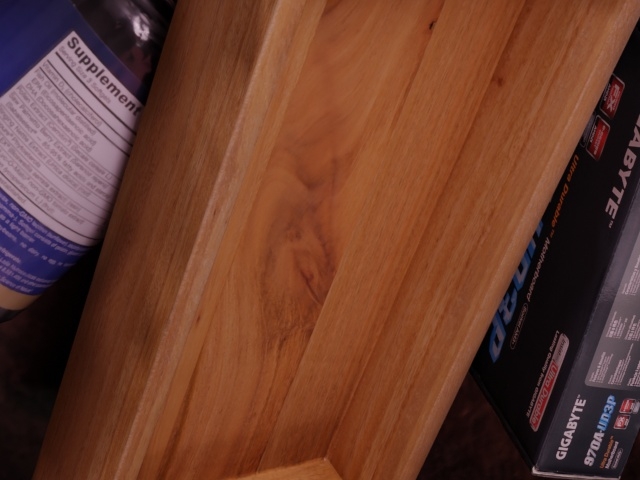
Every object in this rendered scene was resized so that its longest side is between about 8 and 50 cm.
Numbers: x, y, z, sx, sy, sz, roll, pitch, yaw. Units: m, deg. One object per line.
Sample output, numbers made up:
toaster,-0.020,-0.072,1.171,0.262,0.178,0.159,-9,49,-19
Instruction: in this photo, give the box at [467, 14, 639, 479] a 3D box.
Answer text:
box,0.130,-0.018,0.911,0.051,0.175,0.220,8,115,-20

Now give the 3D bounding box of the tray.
tray,0.000,0.000,0.868,0.203,0.076,0.411,-7,135,-35

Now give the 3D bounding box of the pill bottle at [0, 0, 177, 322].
pill bottle,-0.114,-0.072,0.864,0.219,0.123,0.123,-41,117,9
